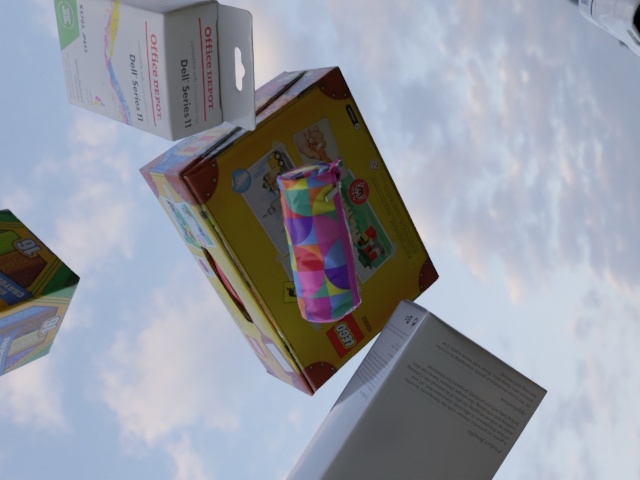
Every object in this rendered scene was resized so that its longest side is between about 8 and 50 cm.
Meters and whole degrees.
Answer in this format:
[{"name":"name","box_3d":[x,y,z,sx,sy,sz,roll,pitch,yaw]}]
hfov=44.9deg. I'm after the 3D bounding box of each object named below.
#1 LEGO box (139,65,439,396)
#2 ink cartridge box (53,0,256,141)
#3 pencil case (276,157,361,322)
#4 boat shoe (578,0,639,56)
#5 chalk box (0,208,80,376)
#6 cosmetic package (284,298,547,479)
[{"name":"LEGO box","box_3d":[-0.041,-0.022,1.489,0.372,0.193,0.500,-39,-64,-23]},{"name":"ink cartridge box","box_3d":[-0.270,-0.291,1.248,0.119,0.353,0.207,-30,-49,-43]},{"name":"pencil case","box_3d":[0.000,0.000,1.133,0.104,0.104,0.236,-32,-63,-54]},{"name":"boat shoe","box_3d":[0.403,-0.242,0.891,0.258,0.095,0.084,2,-146,-34]},{"name":"chalk box","box_3d":[-0.523,0.100,1.080,0.180,0.179,0.289,40,-150,14]},{"name":"cosmetic package","box_3d":[0.101,0.284,1.013,0.197,0.155,0.365,35,-91,-7]}]
